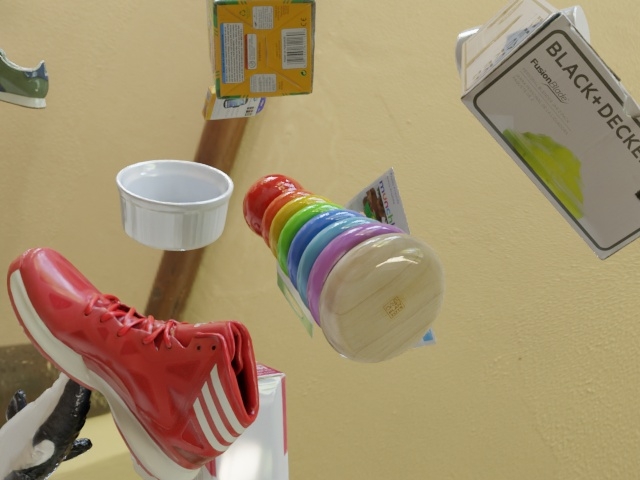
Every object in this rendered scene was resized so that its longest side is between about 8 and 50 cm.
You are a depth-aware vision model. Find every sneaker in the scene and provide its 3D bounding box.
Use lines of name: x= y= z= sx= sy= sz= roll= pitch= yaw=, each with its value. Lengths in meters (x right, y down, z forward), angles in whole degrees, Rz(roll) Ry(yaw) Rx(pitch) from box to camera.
sneaker: x=-0.537 y=-0.276 z=1.081 sx=0.064 sy=0.192 sz=0.086 roll=-131 pitch=-125 yaw=-62
sneaker: x=-0.130 y=0.068 z=0.519 sx=0.128 sy=0.087 sz=0.221 roll=-39 pitch=-86 yaw=18

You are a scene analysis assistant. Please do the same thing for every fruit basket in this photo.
fruit basket: x=0.096 y=0.064 z=1.329 sx=0.166 sy=0.353 sz=0.326 roll=-10 pitch=-99 yaw=-16

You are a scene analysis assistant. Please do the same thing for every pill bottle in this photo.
pill bottle: x=0.389 y=-0.369 z=1.296 sx=0.229 sy=0.131 sz=0.131 roll=-7 pitch=-95 yaw=35

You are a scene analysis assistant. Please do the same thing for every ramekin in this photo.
ramekin: x=-0.358 y=-0.087 z=1.645 sx=0.277 sy=0.277 sz=0.135 roll=25 pitch=-60 yaw=29

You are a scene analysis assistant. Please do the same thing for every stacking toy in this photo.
stacking toy: x=0.000 y=0.000 z=0.787 sx=0.330 sy=0.141 sz=0.141 roll=43 pitch=-69 yaw=54

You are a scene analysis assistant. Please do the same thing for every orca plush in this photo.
orca plush: x=-0.365 y=0.258 z=0.938 sx=0.151 sy=0.102 sz=0.287 roll=35 pitch=-85 yaw=48

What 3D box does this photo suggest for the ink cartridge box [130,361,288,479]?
ink cartridge box: x=-0.182 y=0.282 z=1.024 sx=0.306 sy=0.131 sz=0.226 roll=9 pitch=-77 yaw=54

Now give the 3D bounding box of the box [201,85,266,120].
box: x=-0.185 y=-0.304 z=1.466 sx=0.028 sy=0.136 sz=0.081 roll=63 pitch=-32 yaw=24

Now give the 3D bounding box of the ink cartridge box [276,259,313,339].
ink cartridge box: x=-0.035 y=0.073 z=1.382 sx=0.056 sy=0.235 sz=0.171 roll=-25 pitch=-125 yaw=-17

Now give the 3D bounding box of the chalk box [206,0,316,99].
chalk box: x=-0.125 y=-0.409 z=1.278 sx=0.289 sy=0.179 sz=0.180 roll=-111 pitch=-161 yaw=-54

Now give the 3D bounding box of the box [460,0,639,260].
box: x=0.207 y=-0.122 z=0.588 sx=0.087 sy=0.290 sz=0.169 roll=-40 pitch=-78 yaw=24
